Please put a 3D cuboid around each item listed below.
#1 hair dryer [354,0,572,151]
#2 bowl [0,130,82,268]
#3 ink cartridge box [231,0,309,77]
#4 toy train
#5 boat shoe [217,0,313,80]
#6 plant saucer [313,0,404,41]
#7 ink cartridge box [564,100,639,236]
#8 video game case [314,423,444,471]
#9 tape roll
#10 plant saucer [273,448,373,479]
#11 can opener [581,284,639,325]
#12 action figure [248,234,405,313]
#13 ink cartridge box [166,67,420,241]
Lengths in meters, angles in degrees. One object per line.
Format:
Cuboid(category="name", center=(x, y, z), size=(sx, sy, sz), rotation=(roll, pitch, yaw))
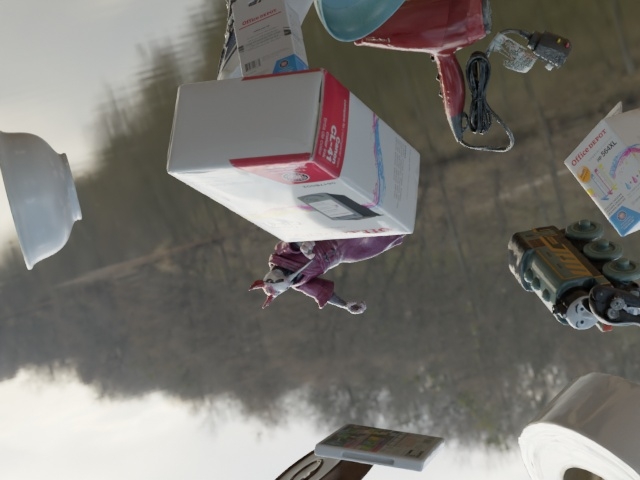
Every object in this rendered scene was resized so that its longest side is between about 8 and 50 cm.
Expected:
Cuboid(category="hair dryer", center=(0.178, -0.241, 1.493), size=(0.224, 0.293, 0.080), rotation=(-58, -171, 35))
Cuboid(category="bowl", center=(-0.574, -0.099, 2.219), size=(0.134, 0.298, 0.298), rotation=(-14, 180, -13))
Cuboid(category="ink cartridge box", center=(-0.085, -0.338, 1.851), size=(0.104, 0.180, 0.060), rotation=(-18, 158, 21))
Cuboid(category="toy train", center=(0.498, 0.070, 2.107), size=(0.190, 0.142, 0.334), rotation=(-10, -153, -7))
Cuboid(category="boat shoe", center=(-0.127, -0.405, 1.994), size=(0.127, 0.158, 0.340), rotation=(-2, 137, -42))
Cuboid(category="plant saucer", center=(0.078, -0.385, 1.251), size=(0.317, 0.043, 0.318), rotation=(-49, 161, -24))
Cuboid(category="ink cartridge box", center=(0.389, -0.095, 1.365), size=(0.090, 0.143, 0.092), rotation=(-18, 155, -39))
Cuboid(category="video game case", center=(0.105, 0.353, 1.845), size=(0.183, 0.023, 0.201), rotation=(6, -177, 17))
Cuboid(category="tape roll", center=(0.383, 0.301, 1.315), size=(0.100, 0.286, 0.286), rotation=(-39, -171, -22))
Cuboid(category="plant saucer", center=(-0.019, 0.486, 2.175), size=(0.310, 0.050, 0.310), rotation=(-35, -176, 3))
Cuboid(category="can opener", center=(0.487, 0.109, 1.612), size=(0.186, 0.059, 0.073), rotation=(15, -166, 3))
Cuboid(category="action figure", center=(0.000, 0.000, 2.218), size=(0.370, 0.248, 0.276), rotation=(-30, -137, -16))
Cuboid(category="ink cartridge box", center=(-0.026, -0.105, 1.448), size=(0.226, 0.131, 0.306), rotation=(-4, 160, 29))
